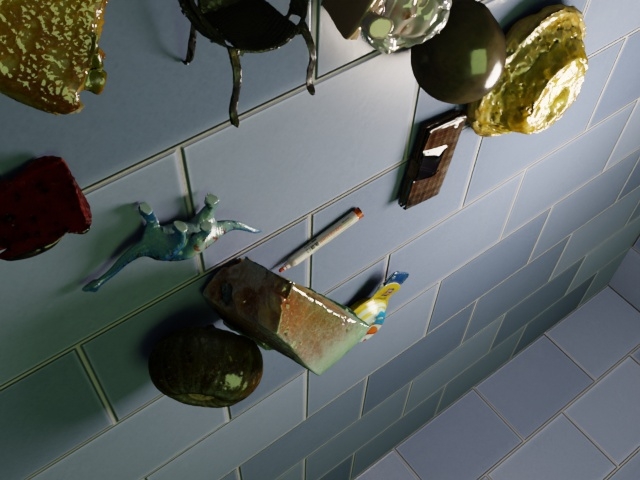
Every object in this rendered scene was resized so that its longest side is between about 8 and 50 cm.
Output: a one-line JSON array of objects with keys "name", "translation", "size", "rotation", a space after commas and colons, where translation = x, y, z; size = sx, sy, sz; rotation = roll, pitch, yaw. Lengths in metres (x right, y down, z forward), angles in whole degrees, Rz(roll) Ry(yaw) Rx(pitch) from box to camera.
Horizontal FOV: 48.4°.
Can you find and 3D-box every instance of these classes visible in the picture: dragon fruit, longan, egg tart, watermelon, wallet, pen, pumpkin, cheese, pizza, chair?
[{"name": "dragon fruit", "translation": [-0.382, -0.006, 0.906], "size": [0.192, 0.122, 0.092], "rotation": [-35, 166, -20]}, {"name": "longan", "translation": [0.233, -0.319, 1.202], "size": [0.167, 0.167, 0.187], "rotation": [-42, 158, -2]}, {"name": "egg tart", "translation": [0.461, -0.338, 1.513], "size": [0.341, 0.129, 0.341], "rotation": [-31, 148, -22]}, {"name": "watermelon", "translation": [-0.087, 0.141, 1.361], "size": [0.302, 0.264, 0.151], "rotation": [31, 86, -51]}, {"name": "wallet", "translation": [0.242, -0.172, 1.547], "size": [0.124, 0.042, 0.230], "rotation": [-28, 150, -31]}, {"name": "pen", "translation": [0.000, 0.000, 1.489], "size": [0.218, 0.026, 0.026], "rotation": [-36, 151, -12]}, {"name": "pumpkin", "translation": [-0.213, 0.236, 1.385], "size": [0.219, 0.162, 0.219], "rotation": [1, 152, 1]}, {"name": "cheese", "translation": [0.129, 0.180, 1.850], "size": [0.177, 0.069, 0.270], "rotation": [8, 124, -55]}, {"name": "pizza", "translation": [-0.291, -0.240, 0.756], "size": [0.147, 0.069, 0.226], "rotation": [5, 125, -28]}, {"name": "chair", "translation": [-0.094, -0.281, 0.872], "size": [0.174, 0.149, 0.213], "rotation": [-27, 144, -24]}]

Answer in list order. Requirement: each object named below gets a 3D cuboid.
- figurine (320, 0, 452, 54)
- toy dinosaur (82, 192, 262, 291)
[{"name": "figurine", "translation": [0.116, -0.348, 1.041], "size": [0.237, 0.141, 0.162], "rotation": [-7, 140, -48]}, {"name": "toy dinosaur", "translation": [-0.222, -0.007, 1.147], "size": [0.329, 0.076, 0.144], "rotation": [-22, 152, -30]}]
